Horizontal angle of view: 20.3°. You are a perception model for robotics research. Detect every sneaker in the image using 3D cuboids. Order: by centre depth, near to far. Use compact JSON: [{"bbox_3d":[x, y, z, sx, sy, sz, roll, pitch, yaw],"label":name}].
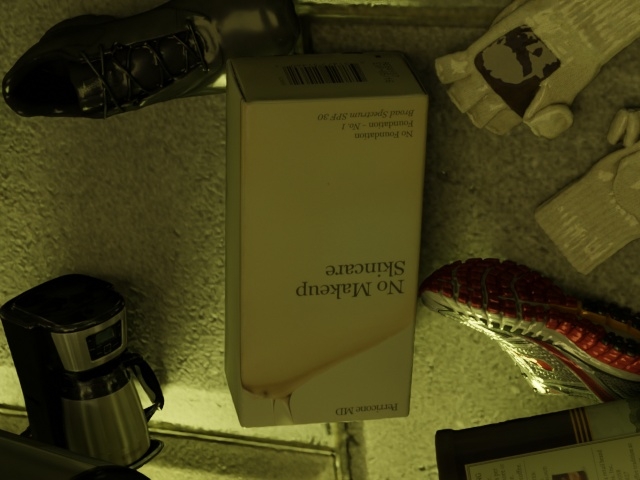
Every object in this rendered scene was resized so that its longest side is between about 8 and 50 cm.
[{"bbox_3d":[0.187,0.089,1.554,0.225,0.088,0.093,25,123,12],"label":"sneaker"},{"bbox_3d":[-0.151,-0.154,1.561,0.286,0.130,0.109,-14,106,27],"label":"sneaker"}]

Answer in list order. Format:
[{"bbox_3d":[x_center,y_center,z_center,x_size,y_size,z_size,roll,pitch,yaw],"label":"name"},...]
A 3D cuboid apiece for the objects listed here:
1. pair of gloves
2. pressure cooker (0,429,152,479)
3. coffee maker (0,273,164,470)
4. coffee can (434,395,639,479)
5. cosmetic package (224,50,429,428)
[{"bbox_3d":[0.230,-0.099,1.471,0.204,0.042,0.240,-28,101,32],"label":"pair of gloves"},{"bbox_3d":[-0.358,0.339,1.633,0.420,0.375,0.370,13,133,26],"label":"pressure cooker"},{"bbox_3d":[-0.251,0.133,1.750,0.171,0.120,0.178,0,114,25],"label":"coffee maker"},{"bbox_3d":[0.248,0.232,1.478,0.275,0.201,0.202,-11,111,5],"label":"coffee can"},{"bbox_3d":[0.000,0.000,1.544,0.160,0.113,0.309,-4,116,-9],"label":"cosmetic package"}]
